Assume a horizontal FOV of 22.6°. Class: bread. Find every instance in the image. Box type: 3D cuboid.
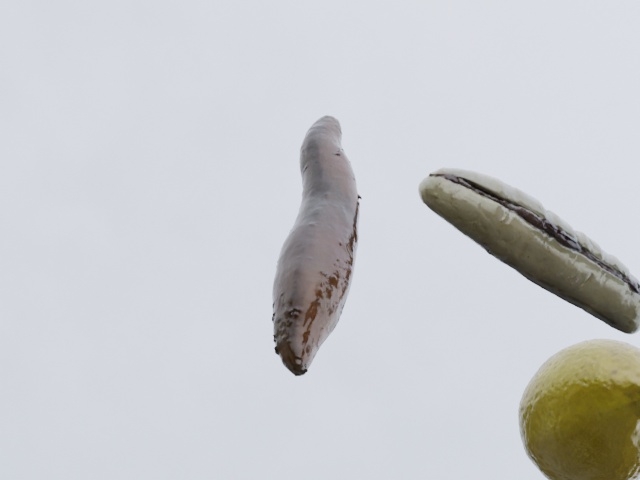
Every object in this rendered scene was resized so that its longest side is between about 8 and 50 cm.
[{"bbox_3d":[0.174,0.003,1.251,0.214,0.073,0.053,32,-70,-13],"label":"bread"}]

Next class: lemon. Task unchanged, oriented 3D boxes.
[{"bbox_3d":[0.335,0.211,1.939,0.187,0.187,0.244,35,-31,0],"label":"lemon"}]

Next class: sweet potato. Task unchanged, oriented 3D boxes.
[{"bbox_3d":[0.000,0.001,1.144,0.057,0.264,0.057,4,-49,5],"label":"sweet potato"}]
